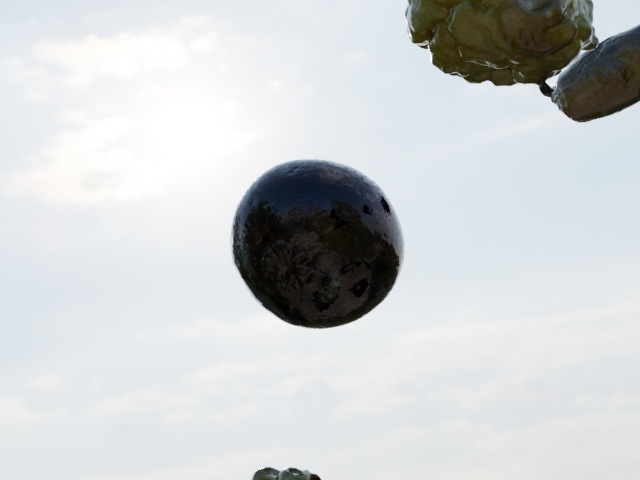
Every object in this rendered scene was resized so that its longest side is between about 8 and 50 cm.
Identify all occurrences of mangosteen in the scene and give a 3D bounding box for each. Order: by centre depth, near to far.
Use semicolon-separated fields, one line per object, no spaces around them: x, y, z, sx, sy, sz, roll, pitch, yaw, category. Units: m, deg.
0.004;0.003;1.642;0.216;0.216;0.216;-6;-20;-2;mangosteen

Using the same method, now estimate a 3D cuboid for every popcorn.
0.161;-0.200;1.169;0.173;0.142;0.173;-1;-37;-1;popcorn

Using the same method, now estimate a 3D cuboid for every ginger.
0.461;-0.258;1.958;0.263;0.109;0.116;-28;-42;6;ginger

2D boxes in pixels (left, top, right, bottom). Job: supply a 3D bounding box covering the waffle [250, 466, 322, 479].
-0.007;0.407;1.433;0.151;0.324;0.261;-32;33;-35;waffle
